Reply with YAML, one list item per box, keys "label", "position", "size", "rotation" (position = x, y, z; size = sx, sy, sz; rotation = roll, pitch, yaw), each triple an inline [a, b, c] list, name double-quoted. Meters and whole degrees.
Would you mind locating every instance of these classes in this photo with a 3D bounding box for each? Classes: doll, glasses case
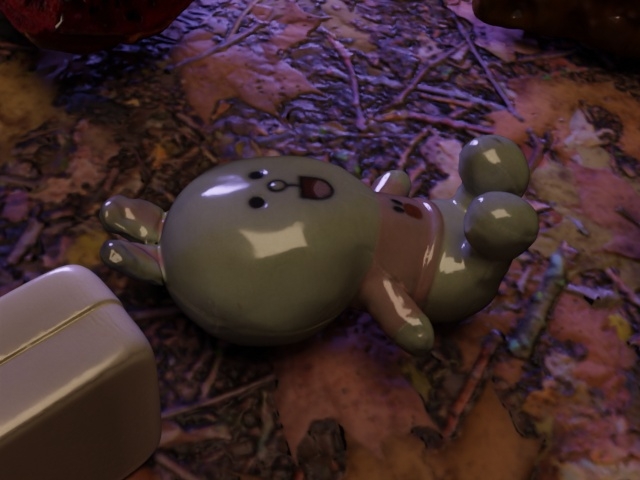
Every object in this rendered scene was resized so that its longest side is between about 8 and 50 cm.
- label: "doll"
  position: [0.003, 0.009, 0.545]
  size: [0.275, 0.113, 0.155]
  rotation: [-6, 45, -4]
- label: "glasses case"
  position: [-0.219, 0.137, 0.393]
  size: [0.313, 0.131, 0.070]
  rotation: [-33, 63, -28]

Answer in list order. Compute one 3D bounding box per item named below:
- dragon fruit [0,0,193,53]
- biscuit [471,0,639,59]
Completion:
- label: "dragon fruit"
  position: [-0.178, -0.297, 0.713]
  size: [0.205, 0.152, 0.317]
  rotation: [18, 89, 32]
- label: "biscuit"
  position: [0.323, -0.336, 0.680]
  size: [0.343, 0.395, 0.166]
  rotation: [15, 41, 3]
